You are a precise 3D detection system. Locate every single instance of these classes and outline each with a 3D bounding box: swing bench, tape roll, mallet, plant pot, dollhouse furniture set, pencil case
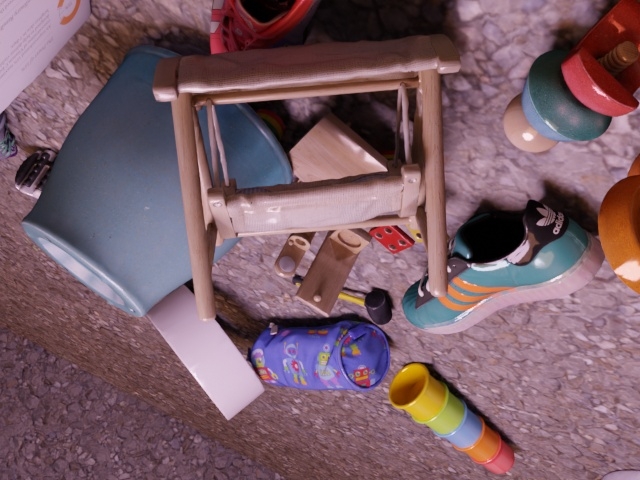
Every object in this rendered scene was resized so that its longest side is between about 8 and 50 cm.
[{"bbox_3d":[-0.008,-0.077,0.700,0.253,0.165,0.254,-5,120,-2],"label":"swing bench"},{"bbox_3d":[-0.239,0.231,1.473,0.286,0.100,0.286,47,165,17],"label":"tape roll"},{"bbox_3d":[0.037,0.098,1.208,0.190,0.039,0.062,12,150,35],"label":"mallet"},{"bbox_3d":[-0.217,-0.054,0.893,0.272,0.255,0.271,32,160,13],"label":"plant pot"},{"bbox_3d":[0.000,0.000,0.980,0.144,0.123,0.151,32,151,-7],"label":"dollhouse furniture set"},{"bbox_3d":[-0.010,0.216,1.349,0.306,0.119,0.133,-10,103,50],"label":"pencil case"}]

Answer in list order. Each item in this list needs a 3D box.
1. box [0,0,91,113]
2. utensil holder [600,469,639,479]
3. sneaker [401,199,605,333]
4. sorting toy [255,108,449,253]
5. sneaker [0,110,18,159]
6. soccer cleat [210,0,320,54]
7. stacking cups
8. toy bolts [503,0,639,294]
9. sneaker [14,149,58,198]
[{"bbox_3d":[-0.367,-0.314,0.692,0.168,0.215,0.345,27,151,2],"label":"box"},{"bbox_3d":[0.603,0.651,1.249,0.328,0.385,0.327,20,151,12],"label":"utensil holder"},{"bbox_3d":[0.192,0.028,0.890,0.121,0.108,0.302,39,142,-18],"label":"sneaker"},{"bbox_3d":[0.043,-0.089,0.872,0.274,0.046,0.132,39,150,-10],"label":"sorting toy"},{"bbox_3d":[-0.564,-0.187,1.237,0.098,0.083,0.224,22,164,-36],"label":"sneaker"},{"bbox_3d":[-0.057,-0.222,0.673,0.109,0.116,0.318,33,151,-9],"label":"soccer cleat"},{"bbox_3d":[0.268,0.358,1.366,0.316,0.096,0.096,41,149,-24],"label":"stacking cups"},{"bbox_3d":[0.249,-0.060,0.616,0.228,0.218,0.158,49,156,0],"label":"toy bolts"},{"bbox_3d":[-0.396,-0.067,1.251,0.292,0.110,0.118,24,160,24],"label":"sneaker"}]
